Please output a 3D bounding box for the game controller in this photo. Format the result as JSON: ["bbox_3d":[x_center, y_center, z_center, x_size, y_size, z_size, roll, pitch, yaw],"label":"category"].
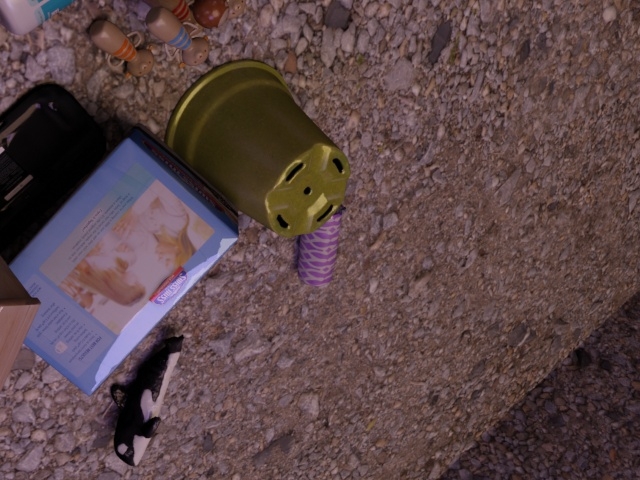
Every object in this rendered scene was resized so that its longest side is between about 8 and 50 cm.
[{"bbox_3d":[-0.485,-0.097,1.439,0.319,0.067,0.166,-44,128,-9],"label":"game controller"}]

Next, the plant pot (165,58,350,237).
[{"bbox_3d":[-0.092,-0.143,1.630,0.276,0.254,0.276,-26,136,-28],"label":"plant pot"}]

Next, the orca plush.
[{"bbox_3d":[-0.370,0.314,1.861,0.102,0.151,0.287,20,112,-19],"label":"orca plush"}]

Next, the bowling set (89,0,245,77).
[{"bbox_3d":[-0.193,-0.339,1.416,0.287,0.200,0.154,-48,144,4],"label":"bowling set"}]

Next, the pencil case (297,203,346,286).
[{"bbox_3d":[0.000,0.000,1.992,0.088,0.086,0.206,-49,156,-52],"label":"pencil case"}]

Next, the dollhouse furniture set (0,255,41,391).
[{"bbox_3d":[-0.612,0.078,1.176,0.394,0.256,0.362,2,124,-51],"label":"dollhouse furniture set"}]

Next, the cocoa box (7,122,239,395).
[{"bbox_3d":[-0.322,0.022,1.456,0.231,0.228,0.347,43,95,-12],"label":"cocoa box"}]

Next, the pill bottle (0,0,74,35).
[{"bbox_3d":[-0.344,-0.404,1.239,0.264,0.146,0.146,-39,142,-15],"label":"pill bottle"}]
